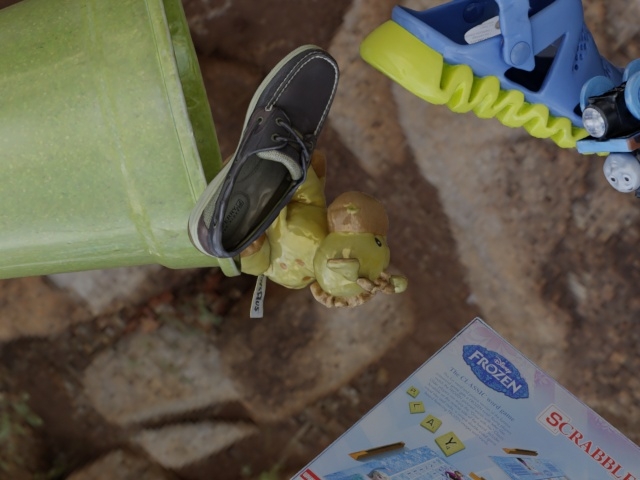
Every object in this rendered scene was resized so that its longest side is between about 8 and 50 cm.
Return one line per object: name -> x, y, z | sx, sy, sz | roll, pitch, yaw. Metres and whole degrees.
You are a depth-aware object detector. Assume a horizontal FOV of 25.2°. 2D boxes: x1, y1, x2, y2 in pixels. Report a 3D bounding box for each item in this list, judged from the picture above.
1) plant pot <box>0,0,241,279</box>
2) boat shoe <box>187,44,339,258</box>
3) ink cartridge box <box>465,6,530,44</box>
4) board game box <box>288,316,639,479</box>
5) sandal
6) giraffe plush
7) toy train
plant pot -> -0.216, -0.078, 1.112 | 0.276, 0.253, 0.276 | 167, 90, -90
boat shoe -> -0.027, -0.053, 0.904 | 0.056, 0.152, 0.049 | 29, 179, -29
ink cartridge box -> 0.251, -0.398, 1.703 | 0.069, 0.175, 0.371 | 55, 153, 37
board game box -> 0.163, 0.270, 1.356 | 0.318, 0.318, 0.066 | 40, 148, 22
sandal -> 0.191, -0.165, 1.236 | 0.317, 0.138, 0.126 | 12, -158, -39
giraffe plush -> 0.000, 0.000, 1.520 | 0.170, 0.181, 0.210 | 13, 115, 36
toy train -> 0.296, -0.105, 1.197 | 0.080, 0.184, 0.105 | -1, 111, 58
